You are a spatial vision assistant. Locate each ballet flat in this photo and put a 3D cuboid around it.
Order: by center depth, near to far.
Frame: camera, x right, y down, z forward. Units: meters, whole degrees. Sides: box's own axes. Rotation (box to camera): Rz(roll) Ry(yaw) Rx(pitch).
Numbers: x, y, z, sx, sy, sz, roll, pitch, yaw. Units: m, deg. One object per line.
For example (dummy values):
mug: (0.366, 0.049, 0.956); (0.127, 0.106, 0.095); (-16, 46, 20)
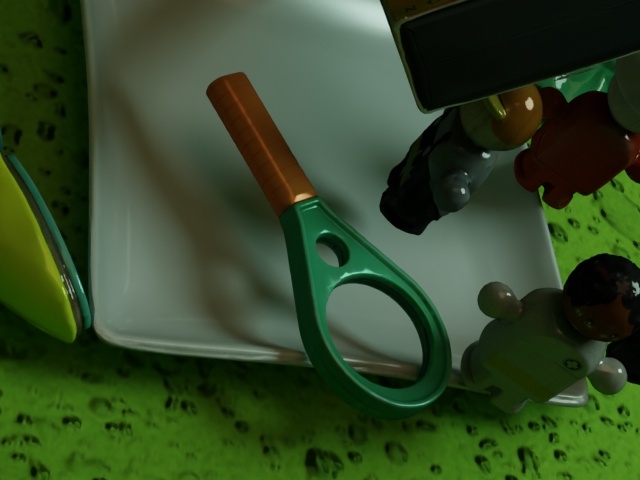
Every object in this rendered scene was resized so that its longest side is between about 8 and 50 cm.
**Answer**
ballet flat: (-0.196, -0.036, 0.715); (0.077, 0.077, 0.231); (-18, 66, -19)

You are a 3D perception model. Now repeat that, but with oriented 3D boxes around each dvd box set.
dvd box set: (0.173, -0.231, 0.864); (0.420, 0.307, 0.062); (-100, 172, -61)

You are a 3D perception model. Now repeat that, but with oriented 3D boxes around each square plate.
square plate: (-0.002, -0.058, 0.872); (0.344, 0.049, 0.347); (10, 54, -29)

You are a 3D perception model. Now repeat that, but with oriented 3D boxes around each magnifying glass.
magnifying glass: (0.000, 0.000, 0.781); (0.092, 0.026, 0.231); (-19, 71, -42)

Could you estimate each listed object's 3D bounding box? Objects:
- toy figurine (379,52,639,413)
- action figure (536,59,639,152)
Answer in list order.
toy figurine: (0.166, -0.012, 0.818); (0.209, 0.148, 0.213); (-6, 65, -38)
action figure: (0.260, -0.197, 1.055); (0.137, 0.063, 0.232); (35, 89, -12)
